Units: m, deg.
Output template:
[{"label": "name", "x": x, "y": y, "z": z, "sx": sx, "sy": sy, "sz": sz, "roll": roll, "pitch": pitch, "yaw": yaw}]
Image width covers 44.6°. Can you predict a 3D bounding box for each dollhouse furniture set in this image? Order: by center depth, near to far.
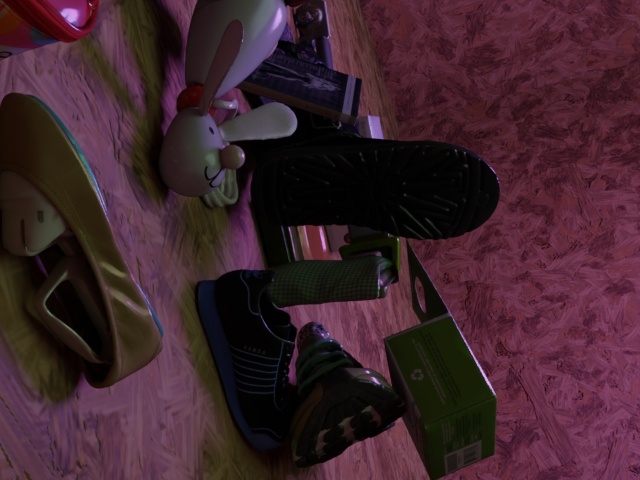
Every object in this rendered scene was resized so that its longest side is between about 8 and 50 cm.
[{"label": "dollhouse furniture set", "x": 0.000, "y": 0.000, "z": 1.084, "sx": 0.301, "sy": 0.197, "sz": 0.151, "roll": -24, "pitch": 103, "yaw": -78}]

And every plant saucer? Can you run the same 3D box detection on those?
[{"label": "plant saucer", "x": -0.023, "y": -0.001, "z": 1.367, "sx": 0.200, "sy": 0.037, "sz": 0.200, "roll": -12, "pitch": 90, "yaw": -77}]

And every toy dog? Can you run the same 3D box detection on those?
[{"label": "toy dog", "x": -0.081, "y": -0.206, "z": 0.909, "sx": 0.220, "sy": 0.161, "sz": 0.334, "roll": 29, "pitch": 60, "yaw": -71}]

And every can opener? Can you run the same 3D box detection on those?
[{"label": "can opener", "x": -0.004, "y": -0.419, "z": 1.778, "sx": 0.095, "sy": 0.076, "sz": 0.283, "roll": 46, "pitch": 35, "yaw": -66}]

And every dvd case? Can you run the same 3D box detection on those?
[{"label": "dvd case", "x": -0.050, "y": -0.231, "z": 1.113, "sx": 0.164, "sy": 0.221, "sz": 0.018, "roll": -81, "pitch": -172, "yaw": -60}]

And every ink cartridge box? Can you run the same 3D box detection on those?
[{"label": "ink cartridge box", "x": 0.133, "y": 0.158, "z": 1.036, "sx": 0.189, "sy": 0.097, "sz": 0.255, "roll": 75, "pitch": -8, "yaw": -52}]

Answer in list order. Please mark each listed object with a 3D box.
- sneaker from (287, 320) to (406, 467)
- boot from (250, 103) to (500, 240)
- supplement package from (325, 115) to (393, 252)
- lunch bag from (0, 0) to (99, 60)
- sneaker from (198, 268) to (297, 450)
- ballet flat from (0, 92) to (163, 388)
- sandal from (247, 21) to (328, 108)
[{"label": "sneaker", "x": 0.003, "y": 0.196, "z": 1.064, "sx": 0.182, "sy": 0.158, "sz": 0.410, "roll": 62, "pitch": -7, "yaw": 16}, {"label": "boot", "x": 0.065, "y": -0.117, "z": 1.127, "sx": 0.260, "sy": 0.348, "sz": 0.131, "roll": -90, "pitch": -174, "yaw": -66}, {"label": "supplement package", "x": 0.078, "y": -0.127, "z": 1.693, "sx": 0.204, "sy": 0.145, "sz": 0.262, "roll": -36, "pitch": 113, "yaw": -77}, {"label": "lunch bag", "x": -0.244, "y": -0.249, "z": 0.457, "sx": 0.293, "sy": 0.120, "sz": 0.258, "roll": 54, "pitch": 30, "yaw": -58}, {"label": "sneaker", "x": -0.065, "y": 0.141, "z": 0.905, "sx": 0.081, "sy": 0.090, "sz": 0.232, "roll": -78, "pitch": 153, "yaw": -66}, {"label": "ballet flat", "x": -0.182, "y": 0.010, "z": 0.562, "sx": 0.073, "sy": 0.080, "sz": 0.232, "roll": -45, "pitch": 125, "yaw": -40}, {"label": "sandal", "x": -0.025, "y": -0.238, "z": 1.352, "sx": 0.446, "sy": 0.107, "sz": 0.167, "roll": 64, "pitch": 34, "yaw": -49}]
